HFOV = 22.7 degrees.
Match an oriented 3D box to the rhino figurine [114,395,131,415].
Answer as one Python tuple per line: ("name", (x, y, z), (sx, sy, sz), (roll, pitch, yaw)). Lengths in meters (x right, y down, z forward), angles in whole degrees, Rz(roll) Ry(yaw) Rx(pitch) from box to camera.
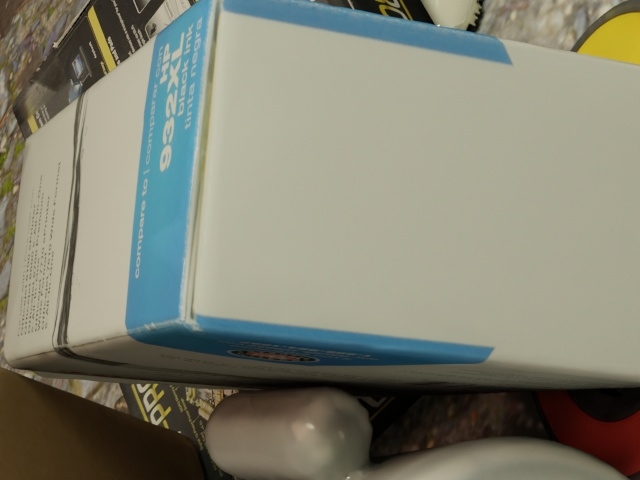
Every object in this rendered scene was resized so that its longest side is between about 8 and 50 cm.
("rhino figurine", (-0.139, 0.237, 1.161), (0.106, 0.073, 0.243), (9, 81, 62))

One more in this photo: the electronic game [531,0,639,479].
("electronic game", (0.142, 0.002, 0.741), (0.229, 0.048, 0.229), (-176, 90, -74))

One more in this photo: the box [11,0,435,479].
("box", (-0.047, -0.047, 1.073), (0.318, 0.097, 0.395), (-47, 54, 29))

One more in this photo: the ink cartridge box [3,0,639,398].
("ink cartridge box", (0.000, 0.000, 0.723), (0.307, 0.223, 0.129), (164, 111, -66))

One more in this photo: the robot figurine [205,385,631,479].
("robot figurine", (0.044, 0.198, 0.742), (0.300, 0.200, 0.353), (64, 153, 1))

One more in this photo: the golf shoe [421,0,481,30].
("golf shoe", (0.065, -0.203, 1.090), (0.069, 0.086, 0.176), (-23, 55, 48))

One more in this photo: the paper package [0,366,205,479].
("paper package", (-0.160, 0.243, 0.844), (0.168, 0.325, 0.309), (-23, 69, 11))
